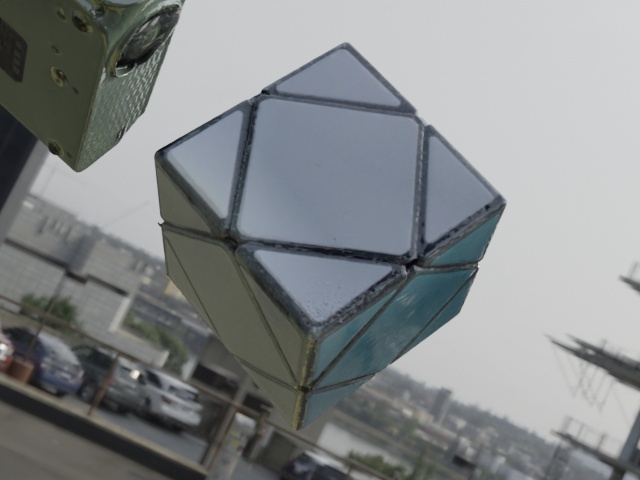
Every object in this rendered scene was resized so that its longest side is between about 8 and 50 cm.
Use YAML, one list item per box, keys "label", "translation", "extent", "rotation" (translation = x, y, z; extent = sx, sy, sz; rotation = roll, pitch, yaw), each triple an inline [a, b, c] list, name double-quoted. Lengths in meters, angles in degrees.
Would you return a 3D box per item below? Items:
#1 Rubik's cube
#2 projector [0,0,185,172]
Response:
- label: "Rubik's cube"
  translation: [0.000, 0.000, 0.825]
  extent: [0.207, 0.205, 0.205]
  rotation: [49, -23, 20]
- label: "projector"
  translation: [-0.237, -0.197, 0.843]
  extent: [0.198, 0.108, 0.250]
  rotation: [42, -34, 1]
